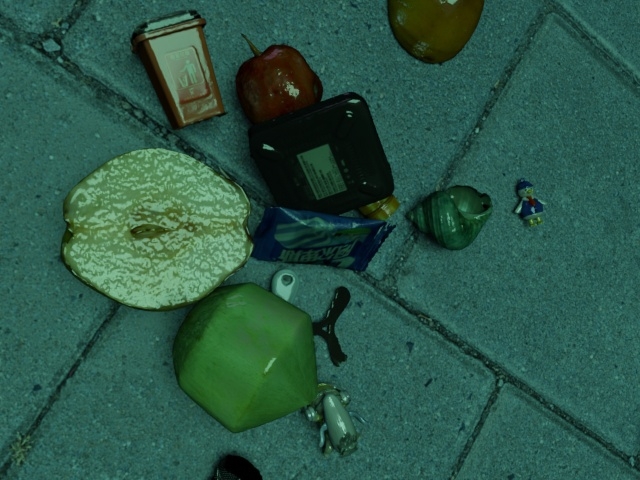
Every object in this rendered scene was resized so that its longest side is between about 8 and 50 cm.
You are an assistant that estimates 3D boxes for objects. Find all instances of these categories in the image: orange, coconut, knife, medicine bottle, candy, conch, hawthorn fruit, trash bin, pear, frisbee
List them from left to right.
[{"bbox_3d":[-0.350,-0.013,1.291,0.387,0.191,0.340,2,80,-19],"label":"pear"},{"bbox_3d":[-0.318,-0.377,1.341,0.161,0.184,0.238,-23,106,-19],"label":"trash bin"},{"bbox_3d":[-0.149,0.256,1.289,0.329,0.281,0.328,1,67,-2],"label":"coconut"},{"bbox_3d":[-0.130,0.227,1.442,0.080,0.044,0.331,19,86,-13],"label":"knife"},{"bbox_3d":[-0.112,-0.376,1.378,0.207,0.207,0.243,-36,105,-17],"label":"hawthorn fruit"},{"bbox_3d":[0.000,0.000,1.440,0.331,0.187,0.077,6,46,-23],"label":"candy"},{"bbox_3d":[0.015,0.236,1.492,0.211,0.012,0.187,-27,104,-28],"label":"frisbee"},{"bbox_3d":[0.107,-0.136,1.506,0.096,0.096,0.192,-44,102,-16],"label":"medicine bottle"},{"bbox_3d":[0.318,-0.650,1.607,0.274,0.274,0.310,19,113,-17],"label":"orange"},{"bbox_3d":[0.338,-0.062,1.569,0.202,0.134,0.196,18,41,-12],"label":"conch"}]

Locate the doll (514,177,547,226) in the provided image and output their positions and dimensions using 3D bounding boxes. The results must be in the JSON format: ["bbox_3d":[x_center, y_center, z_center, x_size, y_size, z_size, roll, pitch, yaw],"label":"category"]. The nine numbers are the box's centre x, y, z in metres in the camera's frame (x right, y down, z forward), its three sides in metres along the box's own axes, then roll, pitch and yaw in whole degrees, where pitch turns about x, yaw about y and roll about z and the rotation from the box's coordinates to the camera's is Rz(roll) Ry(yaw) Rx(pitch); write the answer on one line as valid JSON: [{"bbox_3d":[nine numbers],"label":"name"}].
[{"bbox_3d":[0.596,-0.111,1.698,0.099,0.057,0.142,-14,87,-4],"label":"doll"}]

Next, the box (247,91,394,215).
[{"bbox_3d":[0.007,-0.175,1.370,0.289,0.073,0.290,-17,130,10],"label":"box"}]

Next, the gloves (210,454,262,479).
[{"bbox_3d":[-0.212,0.602,1.375,0.129,0.106,0.180,27,108,-15],"label":"gloves"}]

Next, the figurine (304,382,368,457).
[{"bbox_3d":[0.033,0.441,1.439,0.129,0.184,0.208,-20,132,-15],"label":"figurine"}]
